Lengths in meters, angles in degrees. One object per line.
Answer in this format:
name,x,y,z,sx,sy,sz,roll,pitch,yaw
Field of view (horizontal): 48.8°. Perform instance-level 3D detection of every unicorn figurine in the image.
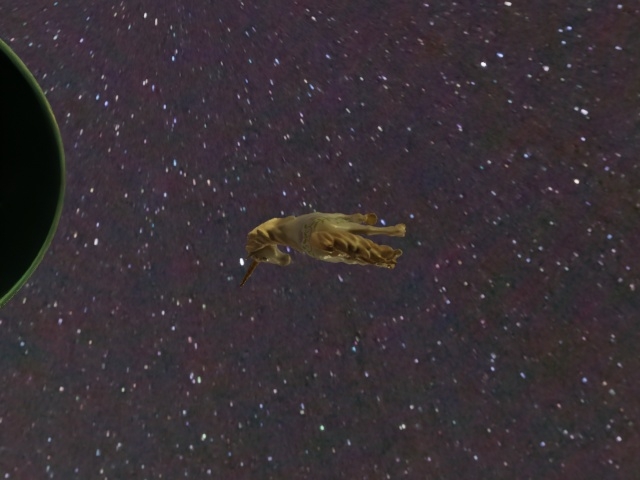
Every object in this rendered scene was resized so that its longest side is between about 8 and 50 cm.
unicorn figurine,0.000,0.000,0.582,0.111,0.162,0.060,1,-101,-15

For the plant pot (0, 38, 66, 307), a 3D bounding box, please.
plant pot,-0.376,-0.083,0.537,0.293,0.235,0.293,-20,-52,-27
